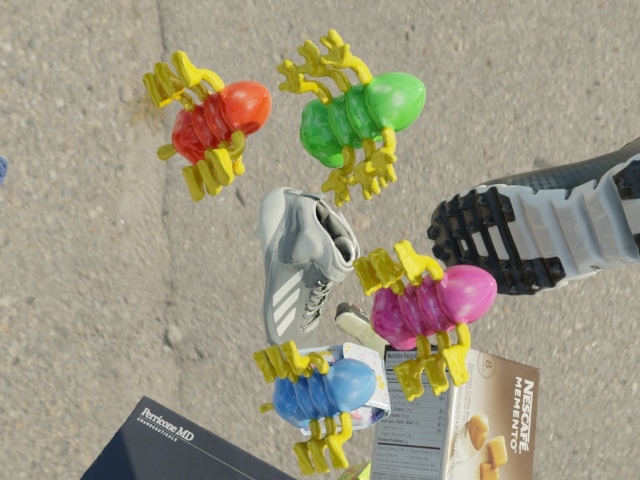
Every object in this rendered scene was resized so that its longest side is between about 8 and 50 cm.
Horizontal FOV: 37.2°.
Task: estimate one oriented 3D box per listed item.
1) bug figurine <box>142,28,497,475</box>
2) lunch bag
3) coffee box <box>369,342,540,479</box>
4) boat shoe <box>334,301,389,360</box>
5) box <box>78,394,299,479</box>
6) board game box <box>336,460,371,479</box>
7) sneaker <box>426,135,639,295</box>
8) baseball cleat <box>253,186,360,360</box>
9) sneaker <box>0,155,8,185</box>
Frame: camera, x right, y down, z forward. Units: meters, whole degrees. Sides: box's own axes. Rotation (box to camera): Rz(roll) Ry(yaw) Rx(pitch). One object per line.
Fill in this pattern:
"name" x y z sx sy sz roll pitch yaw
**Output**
"bug figurine" 0.000 0.000 0.590 0.072 0.216 0.279 -23 93 -46
"lunch bag" 0.019 0.132 0.865 0.083 0.053 0.071 -5 45 0
"coffee box" 0.129 0.234 0.932 0.098 0.141 0.246 -7 69 46
"boat shoe" 0.076 0.147 1.538 0.049 0.133 0.042 -40 27 23
"box" -0.192 0.448 1.336 0.343 0.179 0.312 25 58 20
"board game box" 0.113 0.455 1.596 0.181 0.092 0.043 49 57 -2
"sneaker" 0.176 -0.019 0.612 0.106 0.234 0.078 -23 96 -39
"baseball cleat" -0.012 0.047 0.965 0.109 0.205 0.072 10 33 32
"sneaker" -0.350 -0.090 0.841 0.090 0.232 0.081 25 73 0
